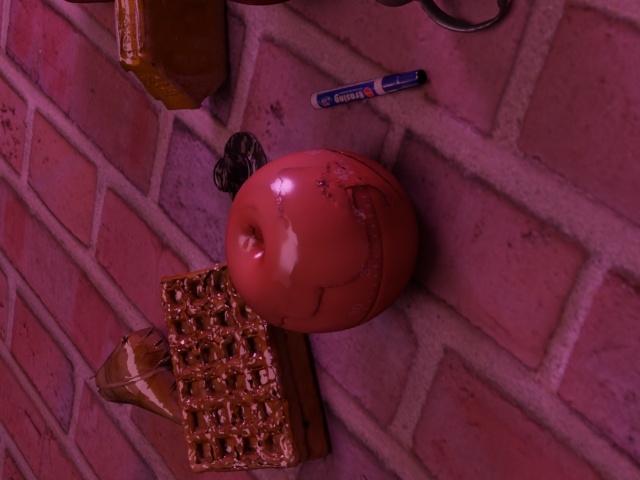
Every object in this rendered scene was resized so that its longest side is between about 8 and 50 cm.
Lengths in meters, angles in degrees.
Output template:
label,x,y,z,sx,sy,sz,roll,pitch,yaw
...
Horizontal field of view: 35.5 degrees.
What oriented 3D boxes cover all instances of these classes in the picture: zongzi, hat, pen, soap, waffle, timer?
label,x,y,z,sx,sy,sz,roll,pitch,yaw
zongzi,-0.310,0.271,1.767,0.194,0.099,0.197,-43,72,46
hat,-0.130,-0.102,1.501,0.121,0.050,0.121,8,100,51
pen,0.057,-0.191,1.272,0.204,0.025,0.025,-3,95,51
soap,-0.220,-0.322,1.482,0.080,0.160,0.257,6,103,49
waffle,-0.120,0.182,1.473,0.213,0.091,0.308,-14,84,35
timer,0.000,0.000,1.229,0.229,0.215,0.229,14,108,49

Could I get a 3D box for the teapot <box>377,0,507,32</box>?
label,x,y,z,sx,sy,sz,roll,pitch,yaw
teapot,0.131,-0.335,1.074,0.149,0.162,0.239,-2,121,40

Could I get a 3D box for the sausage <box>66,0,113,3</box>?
label,x,y,z,sx,sy,sz,roll,pitch,yaw
sausage,-0.355,-0.453,1.664,0.259,0.113,0.113,13,107,51

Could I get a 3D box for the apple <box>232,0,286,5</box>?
label,x,y,z,sx,sy,sz,roll,pitch,yaw
apple,-0.080,-0.408,1.265,0.218,0.201,0.218,-1,88,50
